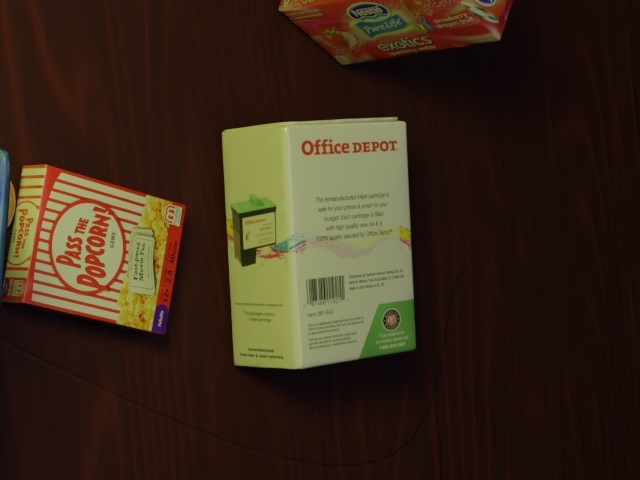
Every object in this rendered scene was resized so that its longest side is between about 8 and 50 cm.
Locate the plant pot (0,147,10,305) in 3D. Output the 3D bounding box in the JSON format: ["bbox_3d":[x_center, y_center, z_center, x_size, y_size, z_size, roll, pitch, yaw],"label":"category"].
[{"bbox_3d":[-0.405,0.029,1.598,0.236,0.212,0.236,6,84,-13],"label":"plant pot"}]

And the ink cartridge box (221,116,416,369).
[{"bbox_3d":[0.000,0.000,2.094,0.201,0.117,0.278,-6,94,-44],"label":"ink cartridge box"}]

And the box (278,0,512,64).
[{"bbox_3d":[0.092,-0.298,2.090,0.128,0.257,0.123,37,63,-38],"label":"box"}]

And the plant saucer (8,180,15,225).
[{"bbox_3d":[-0.345,-0.040,1.831,0.083,0.013,0.083,1,88,-45],"label":"plant saucer"}]

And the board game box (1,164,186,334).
[{"bbox_3d":[-0.239,0.013,1.911,0.193,0.045,0.147,16,79,-43],"label":"board game box"}]
